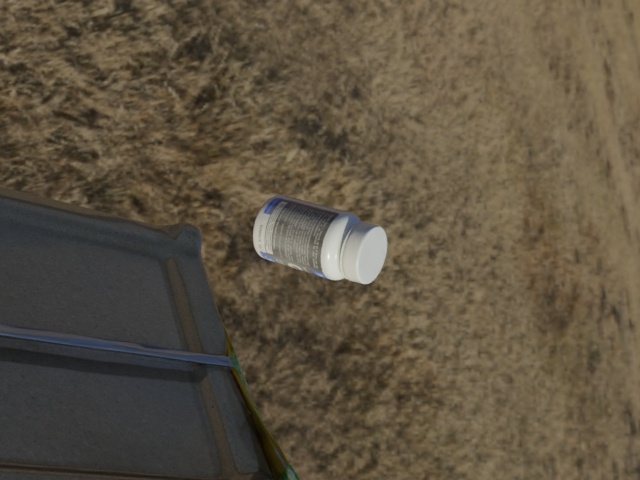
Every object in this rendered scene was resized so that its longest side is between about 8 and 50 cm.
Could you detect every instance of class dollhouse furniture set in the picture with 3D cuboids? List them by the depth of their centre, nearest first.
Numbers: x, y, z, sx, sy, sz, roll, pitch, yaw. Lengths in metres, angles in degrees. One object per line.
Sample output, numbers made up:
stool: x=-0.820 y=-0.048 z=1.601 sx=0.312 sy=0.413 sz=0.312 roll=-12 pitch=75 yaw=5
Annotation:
dollhouse furniture set: x=-0.190 y=0.070 z=0.352 sx=0.301 sy=0.151 sz=0.197 roll=15 pitch=31 yaw=-32

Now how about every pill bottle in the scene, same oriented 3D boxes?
pill bottle: x=0.000 y=0.000 z=0.933 sx=0.078 sy=0.137 sz=0.078 roll=-32 pitch=130 yaw=-48
